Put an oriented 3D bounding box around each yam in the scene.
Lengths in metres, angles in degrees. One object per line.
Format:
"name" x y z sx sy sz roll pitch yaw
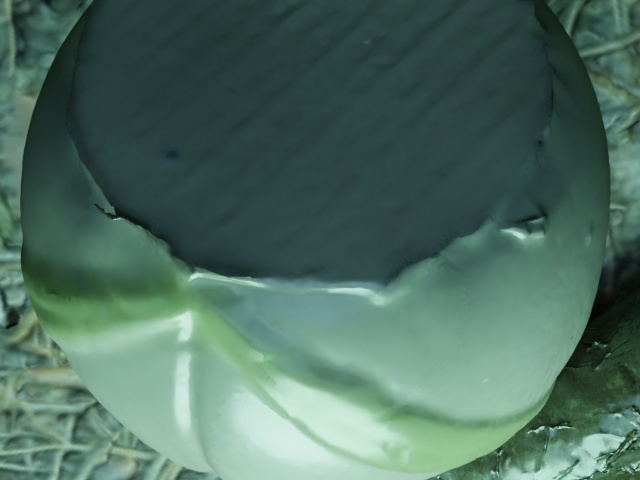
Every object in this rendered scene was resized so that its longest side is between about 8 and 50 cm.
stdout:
"yam" 0.149 0.105 1.039 0.183 0.107 0.107 -27 115 19

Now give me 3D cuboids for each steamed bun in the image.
"steamed bun" 0.000 0.000 0.892 0.309 0.309 0.309 1 119 2
